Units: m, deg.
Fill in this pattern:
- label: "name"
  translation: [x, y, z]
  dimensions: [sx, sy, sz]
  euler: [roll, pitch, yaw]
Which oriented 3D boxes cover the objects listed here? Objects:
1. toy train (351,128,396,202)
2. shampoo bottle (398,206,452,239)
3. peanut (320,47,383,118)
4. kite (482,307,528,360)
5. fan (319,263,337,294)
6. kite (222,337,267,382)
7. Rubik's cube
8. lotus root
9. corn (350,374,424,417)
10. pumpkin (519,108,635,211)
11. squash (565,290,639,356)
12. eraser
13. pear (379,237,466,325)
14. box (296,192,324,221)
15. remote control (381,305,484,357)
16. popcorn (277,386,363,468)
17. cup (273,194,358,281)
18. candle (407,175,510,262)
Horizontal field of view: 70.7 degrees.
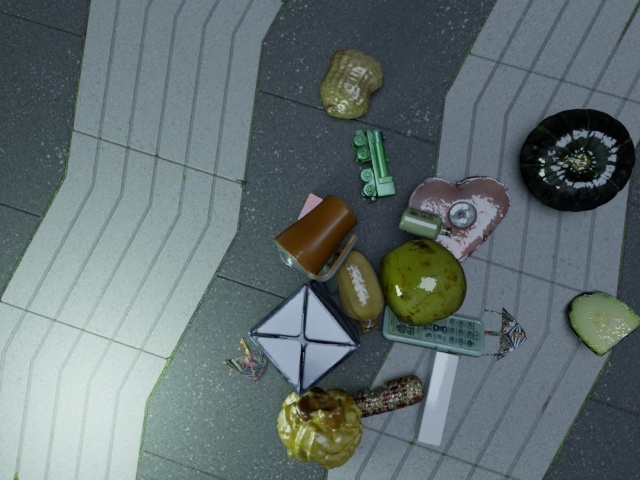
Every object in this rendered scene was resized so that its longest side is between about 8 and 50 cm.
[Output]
- label: "toy train"
  translation: [0.180, -0.258, 1.533]
  dimensions: [0.118, 0.085, 0.252]
  euler: [-9, 90, -3]
- label: "shampoo bottle"
  translation: [0.331, -0.048, 1.415]
  dimensions: [0.161, 0.079, 0.079]
  euler: [18, 89, 7]
- label: "peanut"
  translation: [0.099, -0.527, 1.528]
  dimensions: [0.196, 0.110, 0.233]
  euler: [26, 88, 3]
- label: "kite"
  translation: [0.624, 0.319, 1.525]
  dimensions: [0.160, 0.010, 0.183]
  euler: [5, 89, 3]
- label: "fan"
  translation: [0.033, 0.113, 1.491]
  dimensions: [0.005, 0.175, 0.113]
  euler: [-18, 65, -25]
- label: "kite"
  translation: [-0.247, 0.416, 1.569]
  dimensions: [0.189, 0.010, 0.159]
  euler: [-16, 86, 1]
- label: "Rubik's cube"
  translation: [-0.044, 0.293, 1.440]
  dimensions: [0.259, 0.260, 0.255]
  euler: [-41, 88, -1]
- label: "lotus root"
  translation: [0.127, 0.154, 1.490]
  dimensions: [0.130, 0.146, 0.304]
  euler: [-17, 85, -28]
- label: "corn"
  translation: [0.204, 0.524, 1.502]
  dimensions: [0.289, 0.098, 0.098]
  euler: [-17, 88, 6]
- label: "pumpkin"
  translation: [0.799, -0.249, 1.417]
  dimensions: [0.322, 0.241, 0.324]
  euler: [2, 99, 15]
- label: "squash"
  translation: [0.912, 0.266, 1.491]
  dimensions: [0.191, 0.085, 0.184]
  euler: [-37, 58, -1]
- label: "eraser"
  translation: [0.384, 0.514, 1.499]
  dimensions: [0.076, 0.078, 0.299]
  euler: [13, 90, 3]
- label: "pear"
  translation: [0.316, 0.127, 1.411]
  dimensions: [0.283, 0.283, 0.284]
  euler: [0, 88, 3]
- label: "box"
  translation: [-0.023, -0.062, 1.551]
  dimensions: [0.112, 0.048, 0.175]
  euler: [26, 90, 1]
- label: "remote control"
  translation: [0.374, 0.301, 1.505]
  dimensions: [0.334, 0.066, 0.128]
  euler: [10, 60, 3]
- label: "popcorn"
  translation: [-0.011, 0.596, 1.416]
  dimensions: [0.264, 0.225, 0.333]
  euler: [25, 133, 8]
- label: "cup"
  translation: [0.000, 0.000, 1.432]
  dimensions: [0.264, 0.182, 0.226]
  euler: [-46, 58, -6]
- label: "candle"
  translation: [0.453, -0.074, 1.493]
  dimensions: [0.316, 0.131, 0.288]
  euler: [-7, 95, 12]
